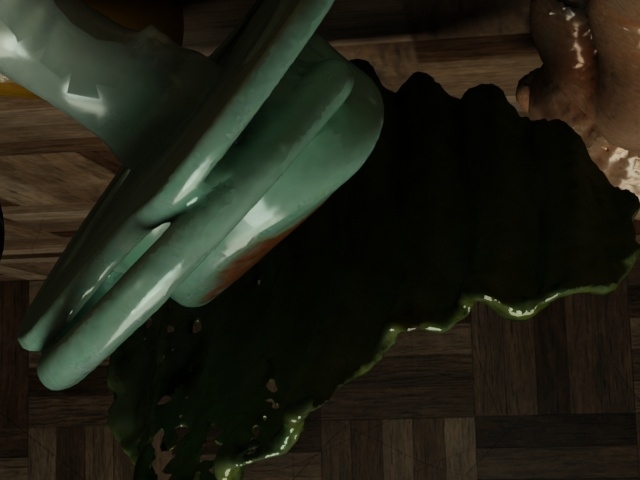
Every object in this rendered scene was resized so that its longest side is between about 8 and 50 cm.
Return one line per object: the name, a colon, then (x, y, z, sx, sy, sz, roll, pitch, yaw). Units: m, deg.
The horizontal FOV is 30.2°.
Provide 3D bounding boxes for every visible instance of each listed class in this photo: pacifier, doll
pacifier: (-0.120, -0.080, 0.645, 0.269, 0.288, 0.343, 33, 134, -13)
doll: (0.245, -0.126, 0.807, 0.201, 0.156, 0.303, 40, 163, 14)

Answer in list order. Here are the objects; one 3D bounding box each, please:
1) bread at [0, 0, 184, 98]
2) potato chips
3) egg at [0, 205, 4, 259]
bread: (-0.212, -0.132, 0.789, 0.239, 0.074, 0.092, 2, 177, -20)
potato chips: (-0.003, -0.002, 0.807, 0.373, 0.097, 0.389, -31, -145, -2)
egg: (-0.417, -0.016, 0.837, 0.379, 0.287, 0.287, 15, 166, -26)
